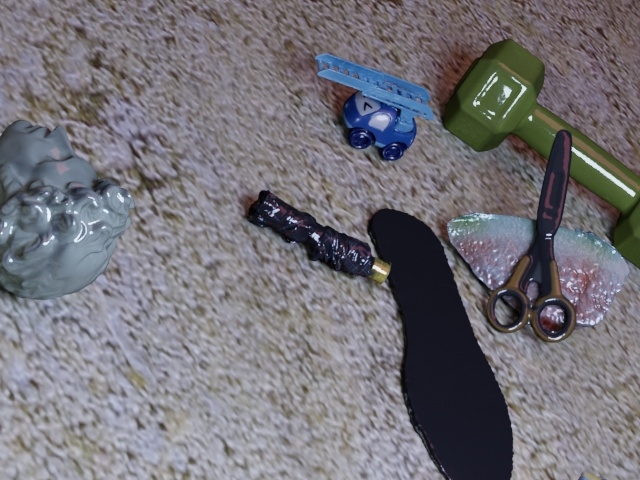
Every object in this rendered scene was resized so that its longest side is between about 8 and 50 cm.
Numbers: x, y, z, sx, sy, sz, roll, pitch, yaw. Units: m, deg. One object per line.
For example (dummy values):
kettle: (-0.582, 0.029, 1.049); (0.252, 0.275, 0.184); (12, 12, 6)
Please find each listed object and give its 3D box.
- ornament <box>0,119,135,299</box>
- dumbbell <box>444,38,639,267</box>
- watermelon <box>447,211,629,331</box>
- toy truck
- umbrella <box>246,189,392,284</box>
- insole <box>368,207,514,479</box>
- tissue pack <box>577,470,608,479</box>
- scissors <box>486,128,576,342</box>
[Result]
ornament: (-0.282, -0.064, 1.578); (0.285, 0.130, 0.120); (38, 32, 13)
dumbbell: (0.276, -0.090, 2.086); (0.302, 0.121, 0.108); (37, 6, 0)
watermelon: (0.208, 0.029, 1.933); (0.180, 0.081, 0.094); (28, 49, 15)
toy truck: (0.043, -0.137, 1.971); (0.136, 0.074, 0.063); (17, 40, -24)
umbrella: (0.000, 0.000, 1.809); (0.144, 0.037, 0.040); (29, 64, -10)
insole: (0.111, 0.099, 1.817); (0.119, 0.009, 0.348); (15, 41, -30)
tissue pack: (0.258, 0.286, 1.681); (0.108, 0.060, 0.148); (26, 38, -12)
scissors: (0.221, -0.008, 1.912); (0.088, 0.017, 0.220); (11, 72, 5)
